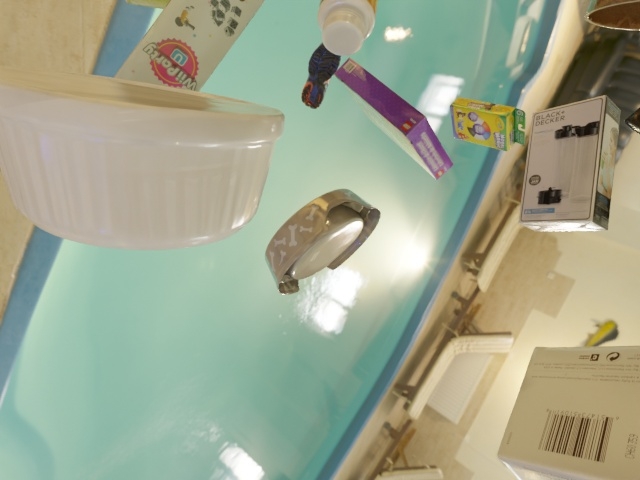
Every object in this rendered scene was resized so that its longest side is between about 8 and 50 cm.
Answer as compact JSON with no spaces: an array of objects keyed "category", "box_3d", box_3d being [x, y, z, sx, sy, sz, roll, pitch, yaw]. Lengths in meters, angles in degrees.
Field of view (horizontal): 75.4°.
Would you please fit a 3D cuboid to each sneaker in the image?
[{"category":"sneaker","box_3d":[0.002,-0.489,1.189,0.221,0.083,0.087,128,-18,-53]}]

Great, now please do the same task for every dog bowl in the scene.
[{"category":"dog bowl","box_3d":[0.000,0.000,1.131,0.349,0.102,0.348,-35,161,-14]}]

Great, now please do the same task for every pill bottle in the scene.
[{"category":"pill bottle","box_3d":[0.059,-0.492,0.851,0.117,0.117,0.214,44,50,-56]}]

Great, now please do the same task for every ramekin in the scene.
[{"category":"ramekin","box_3d":[-0.176,-0.089,0.425,0.273,0.273,0.127,-15,122,-48]}]

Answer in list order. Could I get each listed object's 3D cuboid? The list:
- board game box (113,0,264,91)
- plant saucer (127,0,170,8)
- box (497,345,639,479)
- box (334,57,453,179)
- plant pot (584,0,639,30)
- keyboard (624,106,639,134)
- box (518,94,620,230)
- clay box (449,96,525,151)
[{"category":"board game box","box_3d":[-0.221,-0.274,0.634,0.098,0.224,0.303,36,90,-27]},{"category":"plant saucer","box_3d":[-0.423,-0.625,1.068,0.189,0.188,0.045,-5,119,-24]},{"category":"box","box_3d":[0.351,0.233,0.504,0.119,0.181,0.182,47,58,-12]},{"category":"box","box_3d":[0.169,-0.284,0.965,0.057,0.293,0.201,-44,143,12]},{"category":"plant pot","box_3d":[0.596,-0.498,0.665,0.237,0.237,0.254,-14,116,-49]},{"category":"keyboard","box_3d":[0.410,-0.179,0.420,0.023,0.108,0.180,32,120,-18]},{"category":"box","box_3d":[0.581,-0.171,0.974,0.087,0.169,0.289,16,82,-34]},{"category":"clay box","box_3d":[0.509,-0.354,1.268,0.053,0.222,0.127,-43,136,-16]}]
